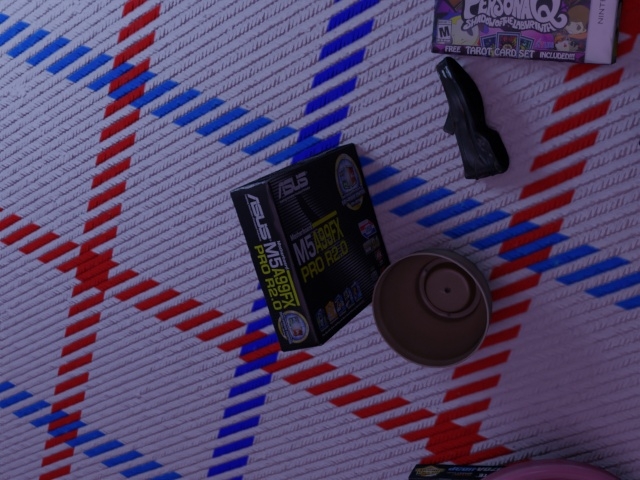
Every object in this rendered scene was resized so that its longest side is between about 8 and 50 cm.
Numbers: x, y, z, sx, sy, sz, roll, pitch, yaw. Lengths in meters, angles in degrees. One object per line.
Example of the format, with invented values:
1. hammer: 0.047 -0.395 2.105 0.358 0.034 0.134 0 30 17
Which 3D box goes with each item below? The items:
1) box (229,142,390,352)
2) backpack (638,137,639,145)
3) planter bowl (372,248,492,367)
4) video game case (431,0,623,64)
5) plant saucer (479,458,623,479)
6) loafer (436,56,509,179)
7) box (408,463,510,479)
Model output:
1. box: 0.000 0.000 1.214 0.060 0.270 0.216 -12 99 28
2. backpack: 0.502 -0.117 0.976 0.263 0.276 0.213 30 102 10
3. planter bowl: 0.165 0.080 1.253 0.162 0.109 0.162 7 109 23
4. video game case: 0.258 -0.331 1.128 0.232 0.042 0.210 9 107 22
5. plant saucer: 0.311 0.449 1.262 0.332 0.084 0.332 0 103 2
6. loafer: 0.187 -0.158 1.203 0.061 0.062 0.170 -22 94 33
7. box: 0.236 0.444 1.361 0.175 0.051 0.220 -4 103 24
